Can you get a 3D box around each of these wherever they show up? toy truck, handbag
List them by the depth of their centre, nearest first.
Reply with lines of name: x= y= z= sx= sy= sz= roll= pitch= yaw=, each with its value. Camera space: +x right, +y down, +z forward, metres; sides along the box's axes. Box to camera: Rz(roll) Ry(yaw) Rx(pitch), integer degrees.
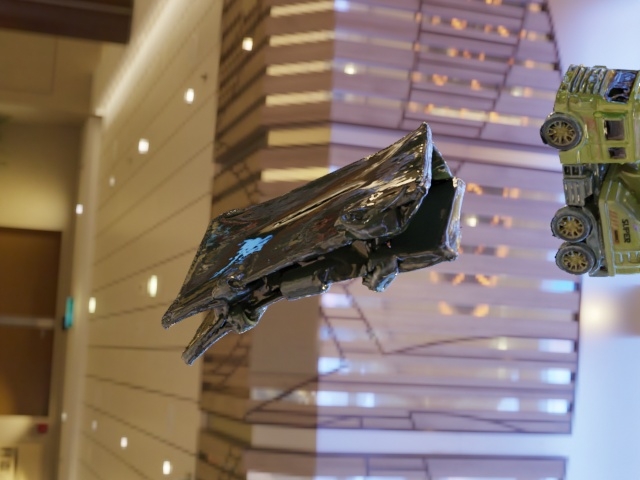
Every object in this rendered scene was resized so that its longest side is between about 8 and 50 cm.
toy truck: x=0.229 y=-0.048 z=0.793 sx=0.077 sy=0.100 sz=0.169 roll=-56 pitch=140 yaw=-48
handbag: x=-0.001 y=-0.002 z=0.920 sx=0.079 sy=0.247 sz=0.260 roll=62 pitch=16 yaw=-12
